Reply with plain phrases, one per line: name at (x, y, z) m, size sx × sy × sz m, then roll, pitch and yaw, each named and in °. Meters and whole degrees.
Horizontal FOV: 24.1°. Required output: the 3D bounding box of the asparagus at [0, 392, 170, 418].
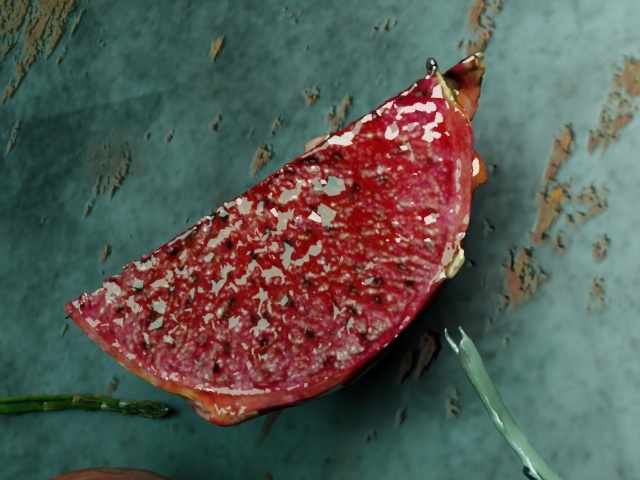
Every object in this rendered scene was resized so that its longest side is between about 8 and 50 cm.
asparagus at (-0.160, 0.112, 1.012) m, size 0.163 × 0.016 × 0.016 m, roll -3°, pitch 48°, yaw 35°

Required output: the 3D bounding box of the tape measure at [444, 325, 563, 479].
tape measure at (0.216, 0.095, 0.704) m, size 0.330 × 0.084 × 0.164 m, roll 33°, pitch 94°, yaw 36°

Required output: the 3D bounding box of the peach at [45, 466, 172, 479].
peach at (-0.130, 0.201, 0.881) m, size 0.152 × 0.152 × 0.152 m, roll -11°, pitch 70°, yaw 32°

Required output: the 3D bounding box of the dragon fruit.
dragon fruit at (0.006, 0.008, 0.870) m, size 0.274 × 0.161 × 0.126 m, roll -33°, pitch 93°, yaw 10°
